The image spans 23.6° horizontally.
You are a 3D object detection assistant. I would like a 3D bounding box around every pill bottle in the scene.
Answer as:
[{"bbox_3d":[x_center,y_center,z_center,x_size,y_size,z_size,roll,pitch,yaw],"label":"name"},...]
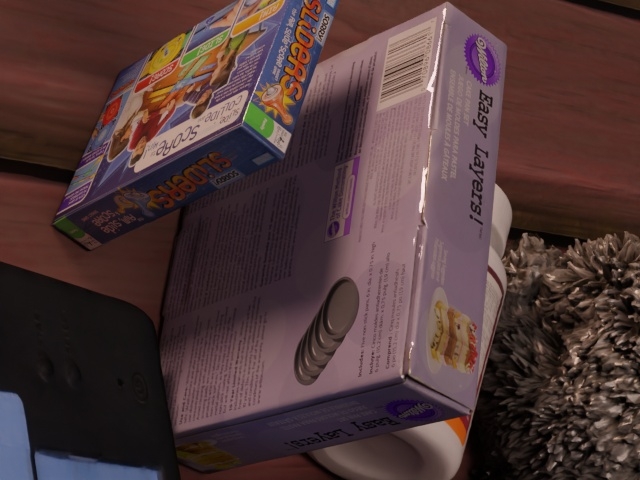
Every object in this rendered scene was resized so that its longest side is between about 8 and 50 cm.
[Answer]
[{"bbox_3d":[0.066,0.058,1.099,0.121,0.121,0.221,39,51,-26],"label":"pill bottle"}]

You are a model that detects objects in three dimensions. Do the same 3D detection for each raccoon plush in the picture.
[{"bbox_3d":[0.275,0.144,1.136,0.216,0.299,0.447,27,58,-34],"label":"raccoon plush"}]

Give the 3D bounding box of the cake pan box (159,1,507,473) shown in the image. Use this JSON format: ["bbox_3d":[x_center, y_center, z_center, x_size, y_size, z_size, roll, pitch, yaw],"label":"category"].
[{"bbox_3d":[0.000,0.000,0.975,0.070,0.245,0.267,30,55,-36],"label":"cake pan box"}]

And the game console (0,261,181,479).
[{"bbox_3d":[-0.150,0.192,0.776,0.342,0.060,0.387,20,54,-58],"label":"game console"}]

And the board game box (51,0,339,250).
[{"bbox_3d":[-0.080,-0.081,0.959,0.035,0.201,0.136,37,53,-27],"label":"board game box"}]
